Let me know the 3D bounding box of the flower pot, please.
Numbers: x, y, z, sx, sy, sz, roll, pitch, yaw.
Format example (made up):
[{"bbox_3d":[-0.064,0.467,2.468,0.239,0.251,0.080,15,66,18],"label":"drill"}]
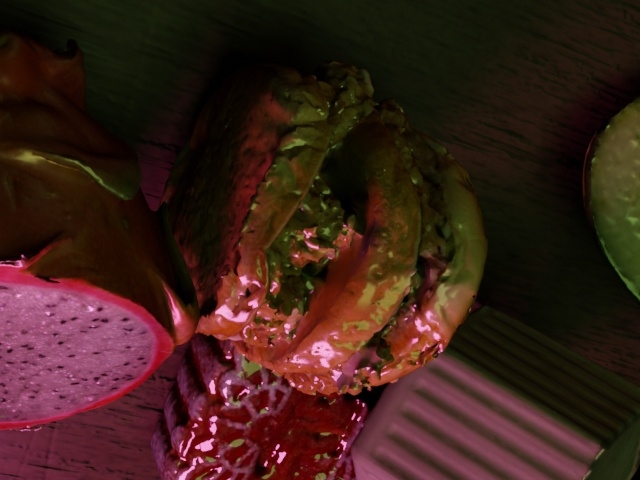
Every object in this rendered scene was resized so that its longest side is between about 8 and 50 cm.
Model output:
[{"bbox_3d":[0.164,0.196,1.111,0.239,0.189,0.209,-19,132,-52],"label":"flower pot"}]

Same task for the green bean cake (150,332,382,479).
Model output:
[{"bbox_3d":[-0.030,0.168,1.165,0.232,0.097,0.198,16,112,-29],"label":"green bean cake"}]

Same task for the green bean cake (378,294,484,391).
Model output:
[{"bbox_3d":[0.072,0.066,1.168,0.135,0.056,0.135,-42,129,6],"label":"green bean cake"}]

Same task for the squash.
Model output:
[{"bbox_3d":[0.389,-0.009,1.160,0.233,0.210,0.309,-51,130,-2],"label":"squash"}]

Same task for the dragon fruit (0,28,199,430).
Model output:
[{"bbox_3d":[-0.247,-0.013,0.898,0.305,0.226,0.305,-7,153,-4],"label":"dragon fruit"}]

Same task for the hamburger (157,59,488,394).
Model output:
[{"bbox_3d":[-0.011,0.002,0.978,0.211,0.260,0.245,18,129,-34],"label":"hamburger"}]
